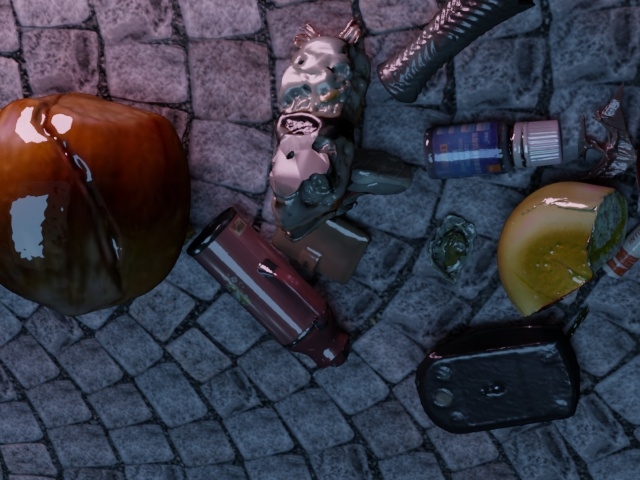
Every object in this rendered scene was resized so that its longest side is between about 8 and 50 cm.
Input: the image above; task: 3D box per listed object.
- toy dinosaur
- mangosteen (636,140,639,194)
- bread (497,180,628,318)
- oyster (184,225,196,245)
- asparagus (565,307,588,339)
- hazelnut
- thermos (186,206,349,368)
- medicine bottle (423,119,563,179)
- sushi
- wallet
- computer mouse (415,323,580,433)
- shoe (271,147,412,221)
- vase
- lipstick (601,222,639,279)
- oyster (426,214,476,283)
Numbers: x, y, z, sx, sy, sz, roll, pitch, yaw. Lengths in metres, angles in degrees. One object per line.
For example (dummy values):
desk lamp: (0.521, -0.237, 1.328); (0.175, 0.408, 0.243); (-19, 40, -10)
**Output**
toy dinosaur: (0.431, -0.136, 1.535); (0.108, 0.032, 0.220); (13, 124, 7)
mangosteen: (0.574, -0.095, 1.375); (0.330, 0.330, 0.330); (6, 120, 11)
bread: (0.365, -0.007, 1.564); (0.156, 0.158, 0.261); (52, 135, 3)
oyster: (-0.288, -0.014, 1.782); (0.148, 0.051, 0.103); (-13, 117, 18)
asparagus: (0.413, 0.172, 1.725); (0.016, 0.016, 0.162); (37, 125, 24)
hazelnut: (-0.376, -0.064, 1.615); (0.372, 0.372, 0.315); (38, 158, -8)
thermos: (-0.064, 0.089, 1.745); (0.136, 0.109, 0.330); (-37, 104, 31)
medicine bottle: (0.261, -0.140, 1.551); (0.203, 0.083, 0.083); (-5, 117, 15)
sushi: (-0.004, -0.165, 1.522); (0.124, 0.332, 0.130); (4, 161, 18)
wallet: (0.000, 0.000, 1.723); (0.153, 0.038, 0.118); (30, 120, 1)
computer mouse: (0.300, 0.228, 1.734); (0.269, 0.100, 0.170); (-10, 114, 17)
shoe: (0.031, -0.079, 1.631); (0.228, 0.099, 0.125); (9, 112, 16)
vase: (0.185, -0.298, 1.475); (0.115, 0.115, 0.237); (42, 122, -10)
lipstick: (0.492, 0.004, 1.595); (0.038, 0.038, 0.130); (33, 121, -5)
oyster: (0.215, 0.010, 1.681); (0.098, 0.037, 0.100); (33, 102, -26)
